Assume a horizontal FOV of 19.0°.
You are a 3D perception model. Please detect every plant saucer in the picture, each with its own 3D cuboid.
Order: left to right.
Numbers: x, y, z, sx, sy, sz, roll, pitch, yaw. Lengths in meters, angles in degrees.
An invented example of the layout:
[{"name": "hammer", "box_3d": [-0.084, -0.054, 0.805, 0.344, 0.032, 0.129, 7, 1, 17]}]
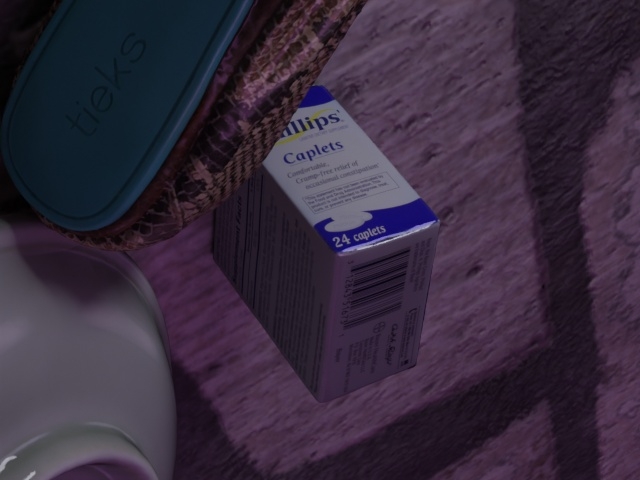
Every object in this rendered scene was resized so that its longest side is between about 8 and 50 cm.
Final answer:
[{"name": "plant saucer", "box_3d": [-0.187, 0.185, 1.026, 0.400, 0.100, 0.400, -40, 143, -38]}]

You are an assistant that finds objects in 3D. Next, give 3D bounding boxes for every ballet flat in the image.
[{"name": "ballet flat", "box_3d": [0.001, -0.195, 0.927, 0.182, 0.164, 0.483, -24, 153, -53]}]

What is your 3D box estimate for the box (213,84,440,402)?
[{"name": "box", "box_3d": [0.000, 0.000, 1.118, 0.072, 0.137, 0.126, -19, 140, -24]}]
